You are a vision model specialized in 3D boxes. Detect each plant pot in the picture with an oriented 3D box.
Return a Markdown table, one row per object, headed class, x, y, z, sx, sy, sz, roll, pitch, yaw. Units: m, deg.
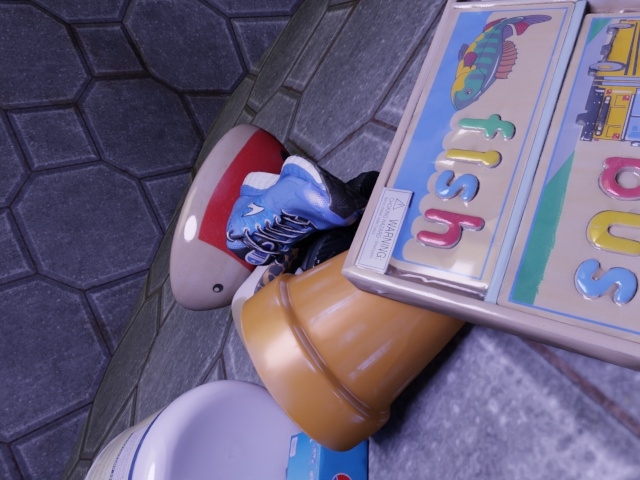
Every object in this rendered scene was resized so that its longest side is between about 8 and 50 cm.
| class | x | y | z | sx | sy | sz | roll | pitch | yaw |
| --- | --- | --- | --- | --- | --- | --- | --- | --- | --- |
| plant pot | 0.048 | 0.092 | 0.551 | 0.188 | 0.205 | 0.205 | -39 | 29 | 11 |

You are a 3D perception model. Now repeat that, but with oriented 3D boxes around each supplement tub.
| class | x | y | z | sx | sy | sz | roll | pitch | yaw |
| --- | --- | --- | --- | --- | --- | --- | --- | --- | --- |
| supplement tub | -0.177 | 0.340 | 0.650 | 0.325 | 0.235 | 0.235 | -38 | 34 | 41 |

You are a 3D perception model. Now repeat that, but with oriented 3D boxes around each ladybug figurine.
| class | x | y | z | sx | sy | sz | roll | pitch | yaw |
| --- | --- | --- | --- | --- | --- | --- | --- | --- | --- |
| ladybug figurine | -0.166 | -0.053 | 1.058 | 0.305 | 0.162 | 0.449 | 75 | -149 | -65 |

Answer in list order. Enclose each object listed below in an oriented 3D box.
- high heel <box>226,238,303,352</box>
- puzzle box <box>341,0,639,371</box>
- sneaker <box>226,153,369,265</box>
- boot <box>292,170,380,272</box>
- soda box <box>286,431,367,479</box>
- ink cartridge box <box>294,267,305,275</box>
| class | x | y | z | sx | sy | sz | roll | pitch | yaw |
| --- | --- | --- | --- | --- | --- | --- | --- | --- | --- |
| high heel | -0.078 | 0.092 | 0.947 | 0.093 | 0.186 | 0.261 | 3 | 100 | 51 |
| puzzle box | 0.212 | -0.113 | 0.437 | 0.272 | 0.052 | 0.409 | 13 | 73 | 30 |
| sneaker | -0.051 | -0.025 | 0.719 | 0.330 | 0.129 | 0.147 | -4 | 58 | 63 |
| boot | 0.000 | 0.000 | 0.832 | 0.207 | 0.094 | 0.246 | -12 | 47 | 55 |
| soda box | 0.003 | 0.315 | 0.524 | 0.067 | 0.071 | 0.210 | -40 | 32 | 40 |
| ink cartridge box | -0.038 | 0.120 | 0.835 | 0.122 | 0.052 | 0.088 | -58 | 25 | 11 |
